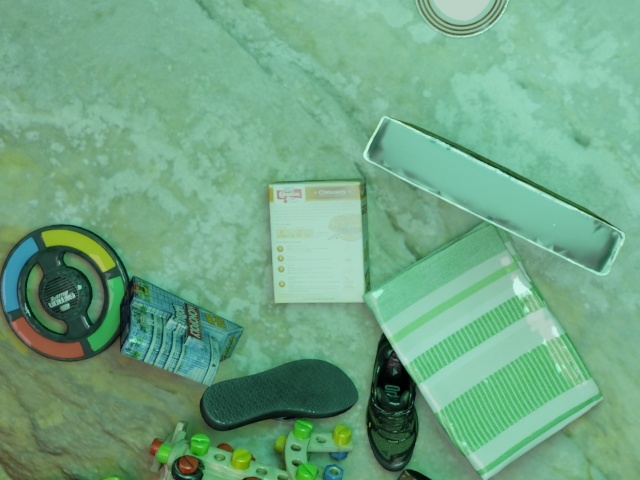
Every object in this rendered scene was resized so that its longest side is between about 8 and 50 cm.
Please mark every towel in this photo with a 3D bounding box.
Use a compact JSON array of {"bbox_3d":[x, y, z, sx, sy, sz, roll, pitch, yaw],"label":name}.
[{"bbox_3d":[0.248,0.158,1.504,0.248,0.038,0.324,-31,91,-14],"label":"towel"}]

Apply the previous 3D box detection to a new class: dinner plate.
[{"bbox_3d":[0.209,-0.371,1.498,0.141,0.017,0.141,2,98,12],"label":"dinner plate"}]

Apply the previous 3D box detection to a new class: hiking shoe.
[{"bbox_3d":[0.105,0.253,1.555,0.086,0.114,0.226,1,97,13],"label":"hiking shoe"}]

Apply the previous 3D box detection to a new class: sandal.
[{"bbox_3d":[-0.065,0.241,1.569,0.255,0.054,0.097,-3,56,-22],"label":"sandal"}]

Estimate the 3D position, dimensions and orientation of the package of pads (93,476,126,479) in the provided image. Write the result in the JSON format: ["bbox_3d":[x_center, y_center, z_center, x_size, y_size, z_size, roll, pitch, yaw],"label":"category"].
[{"bbox_3d":[-0.433,0.522,1.661,0.297,0.101,0.229,-17,62,13],"label":"package of pads"}]

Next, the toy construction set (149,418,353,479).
[{"bbox_3d":[-0.125,0.348,1.573,0.328,0.215,0.151,4,119,14],"label":"toy construction set"}]

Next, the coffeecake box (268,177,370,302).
[{"bbox_3d":[0.000,0.000,1.564,0.142,0.068,0.185,-1,98,11],"label":"coffeecake box"}]

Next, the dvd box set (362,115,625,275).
[{"bbox_3d":[0.226,-0.068,1.331,0.308,0.420,0.062,27,99,7],"label":"dvd box set"}]

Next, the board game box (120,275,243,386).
[{"bbox_3d":[-0.210,0.145,1.573,0.194,0.194,0.060,22,103,-18],"label":"board game box"}]

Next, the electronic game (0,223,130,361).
[{"bbox_3d":[-0.420,0.087,1.669,0.229,0.048,0.229,1,98,10],"label":"electronic game"}]

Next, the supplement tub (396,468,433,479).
[{"bbox_3d":[0.126,0.462,1.567,0.106,0.106,0.197,30,89,6],"label":"supplement tub"}]
